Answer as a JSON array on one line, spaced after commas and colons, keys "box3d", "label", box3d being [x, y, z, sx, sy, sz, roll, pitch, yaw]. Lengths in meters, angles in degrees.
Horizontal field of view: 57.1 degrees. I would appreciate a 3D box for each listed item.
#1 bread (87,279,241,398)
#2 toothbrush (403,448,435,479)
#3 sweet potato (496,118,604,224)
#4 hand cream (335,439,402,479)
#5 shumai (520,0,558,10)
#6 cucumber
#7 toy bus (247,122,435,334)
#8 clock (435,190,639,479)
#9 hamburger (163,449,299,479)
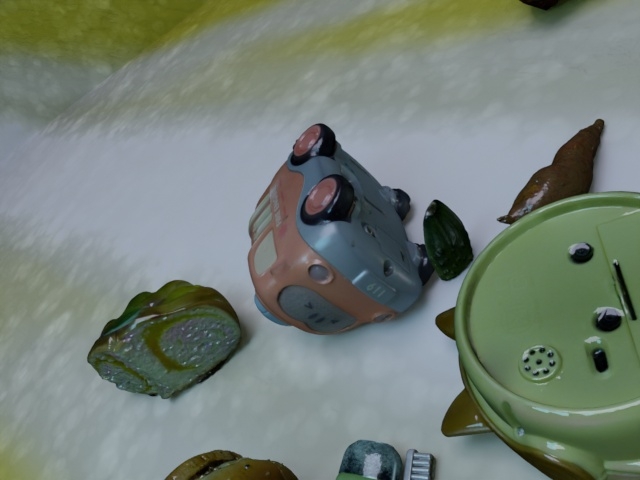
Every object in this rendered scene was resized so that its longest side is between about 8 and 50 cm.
[{"box3d": [-0.255, 0.143, 0.924, 0.260, 0.158, 0.156, -36, 33, 6], "label": "bread"}, {"box3d": [0.068, 0.354, 0.518, 0.030, 0.025, 0.342, -9, 47, 30], "label": "toothbrush"}, {"box3d": [0.300, -0.078, 0.707, 0.226, 0.068, 0.068, -42, 34, -22], "label": "sweet potato"}, {"box3d": [0.036, 0.291, 0.591, 0.095, 0.046, 0.175, -4, 53, 35], "label": "hand cream"}, {"box3d": [0.375, -0.443, 0.962, 0.201, 0.201, 0.120, -116, 36, -53], "label": "shumai"}, {"box3d": [0.158, -0.003, 0.722, 0.035, 0.107, 0.067, 16, 63, 40], "label": "cucumber"}, {"box3d": [0.000, 0.000, 0.805, 0.232, 0.194, 0.288, -37, 36, 21], "label": "toy bus"}, {"box3d": [0.260, 0.075, 0.540, 0.348, 0.117, 0.286, -21, 41, 27], "label": "clock"}, {"box3d": [-0.097, 0.313, 0.598, 0.113, 0.177, 0.185, 7, 31, 38], "label": "hamburger"}]
